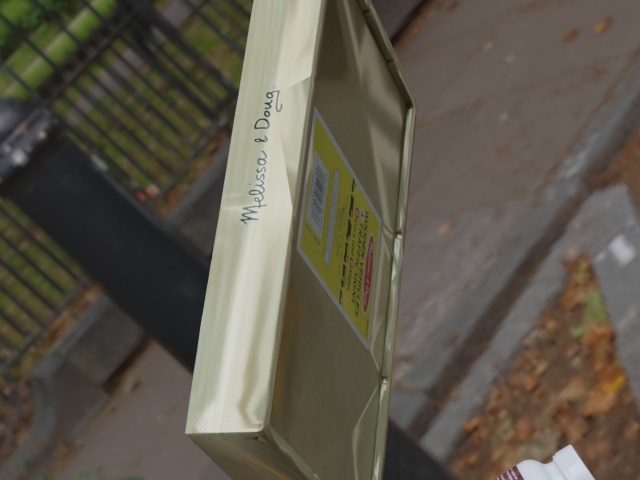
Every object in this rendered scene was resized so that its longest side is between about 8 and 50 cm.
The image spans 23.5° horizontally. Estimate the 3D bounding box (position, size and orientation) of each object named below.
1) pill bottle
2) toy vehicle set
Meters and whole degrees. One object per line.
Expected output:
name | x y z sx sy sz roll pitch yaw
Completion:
pill bottle | 0.163 0.238 1.279 0.152 0.086 0.086 -35 14 4
toy vehicle set | 0.000 0.000 0.752 0.035 0.166 0.267 -3 60 19
